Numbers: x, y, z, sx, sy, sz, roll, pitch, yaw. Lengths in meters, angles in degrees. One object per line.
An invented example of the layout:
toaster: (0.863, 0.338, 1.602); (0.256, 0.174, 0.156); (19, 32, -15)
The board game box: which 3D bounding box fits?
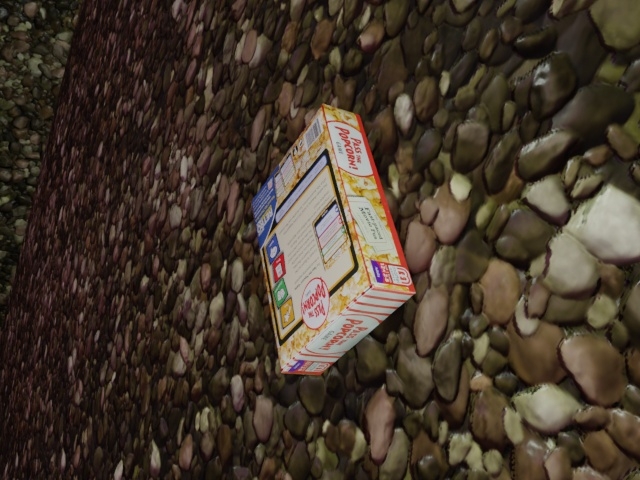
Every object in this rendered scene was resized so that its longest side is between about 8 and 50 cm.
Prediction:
board game box: (0.000, 0.000, 0.589); (0.147, 0.045, 0.194); (-47, 44, 41)
